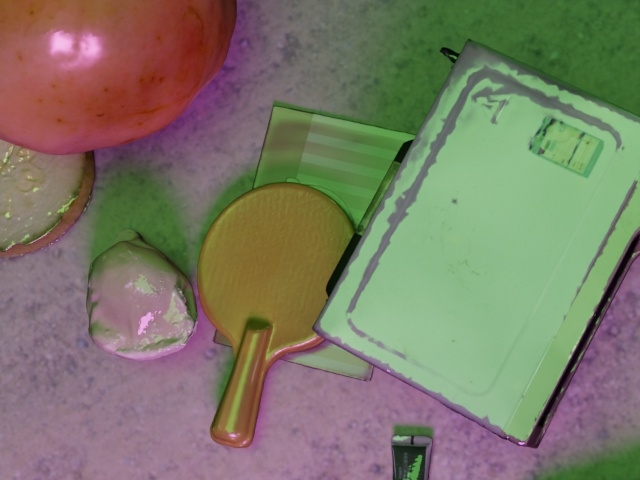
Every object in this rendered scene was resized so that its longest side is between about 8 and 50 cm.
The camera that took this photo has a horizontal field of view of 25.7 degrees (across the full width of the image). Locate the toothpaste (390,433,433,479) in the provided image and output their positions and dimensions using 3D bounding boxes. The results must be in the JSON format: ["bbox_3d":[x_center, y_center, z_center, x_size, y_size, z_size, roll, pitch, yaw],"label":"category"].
[{"bbox_3d":[0.100,0.323,1.590,0.049,0.031,0.204,1,80,12],"label":"toothpaste"}]

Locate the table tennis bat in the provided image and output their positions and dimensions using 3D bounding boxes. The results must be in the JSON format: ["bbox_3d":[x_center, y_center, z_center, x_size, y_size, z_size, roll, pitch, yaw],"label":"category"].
[{"bbox_3d":[-0.065,0.085,1.649,0.198,0.050,0.321,13,81,15],"label":"table tennis bat"}]

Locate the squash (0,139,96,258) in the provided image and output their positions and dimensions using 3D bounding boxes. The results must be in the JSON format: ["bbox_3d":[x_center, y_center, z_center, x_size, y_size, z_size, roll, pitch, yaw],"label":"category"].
[{"bbox_3d":[-0.388,-0.087,1.760,0.219,0.041,0.219,-3,76,10],"label":"squash"}]

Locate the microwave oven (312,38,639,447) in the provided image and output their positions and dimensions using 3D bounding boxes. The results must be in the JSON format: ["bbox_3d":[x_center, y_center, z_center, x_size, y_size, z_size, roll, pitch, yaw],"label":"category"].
[{"bbox_3d":[0.198,0.011,1.522,0.286,0.218,0.355,27,88,16],"label":"microwave oven"}]

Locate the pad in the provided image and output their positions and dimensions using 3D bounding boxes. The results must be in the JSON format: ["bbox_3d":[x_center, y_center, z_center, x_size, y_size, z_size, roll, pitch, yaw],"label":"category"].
[{"bbox_3d":[0.000,0.000,1.675,0.202,0.005,0.300,13,84,14],"label":"pad"}]

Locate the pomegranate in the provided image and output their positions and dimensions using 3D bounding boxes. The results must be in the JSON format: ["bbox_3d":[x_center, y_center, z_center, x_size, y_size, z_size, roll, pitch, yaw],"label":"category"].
[{"bbox_3d":[-0.295,-0.288,1.610,0.411,0.411,0.412,-2,81,12],"label":"pomegranate"}]

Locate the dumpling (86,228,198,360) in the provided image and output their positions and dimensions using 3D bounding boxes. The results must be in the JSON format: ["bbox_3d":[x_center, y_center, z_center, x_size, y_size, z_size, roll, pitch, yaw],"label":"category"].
[{"bbox_3d":[-0.219,0.070,1.661,0.136,0.118,0.199,-43,47,11],"label":"dumpling"}]
